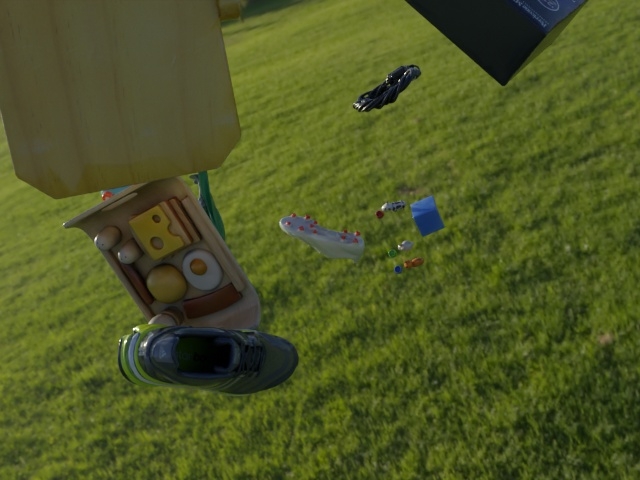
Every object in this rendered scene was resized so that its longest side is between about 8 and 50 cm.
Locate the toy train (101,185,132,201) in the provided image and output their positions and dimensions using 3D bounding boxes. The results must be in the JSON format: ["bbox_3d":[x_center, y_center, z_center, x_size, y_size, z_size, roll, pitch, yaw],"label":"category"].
[{"bbox_3d":[-0.347,-0.105,1.334,0.166,0.046,0.125,-21,56,-43],"label":"toy train"}]

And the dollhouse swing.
[{"bbox_3d":[-0.297,-0.265,1.024,0.346,0.305,0.315,-13,26,-14],"label":"dollhouse swing"}]

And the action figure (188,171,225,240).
[{"bbox_3d":[-0.293,-0.062,1.910,0.063,0.232,0.137,-17,-14,2],"label":"action figure"}]

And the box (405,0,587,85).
[{"bbox_3d":[0.216,-0.359,0.995,0.184,0.261,0.103,-42,-8,-39],"label":"box"}]

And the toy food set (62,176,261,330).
[{"bbox_3d":[-0.267,0.055,1.224,0.219,0.306,0.092,-25,15,22],"label":"toy food set"}]

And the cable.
[{"bbox_3d":[0.155,-0.350,1.733,0.184,0.047,0.150,-26,24,30],"label":"cable"}]

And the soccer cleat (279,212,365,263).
[{"bbox_3d":[0.000,0.000,1.592,0.196,0.076,0.068,17,38,10],"label":"soccer cleat"}]

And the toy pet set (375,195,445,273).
[{"bbox_3d":[0.156,-0.020,1.260,0.114,0.122,0.065,-22,-14,14],"label":"toy pet set"}]

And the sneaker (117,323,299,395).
[{"bbox_3d":[-0.142,0.181,1.086,0.300,0.111,0.121,8,-12,-42],"label":"sneaker"}]
